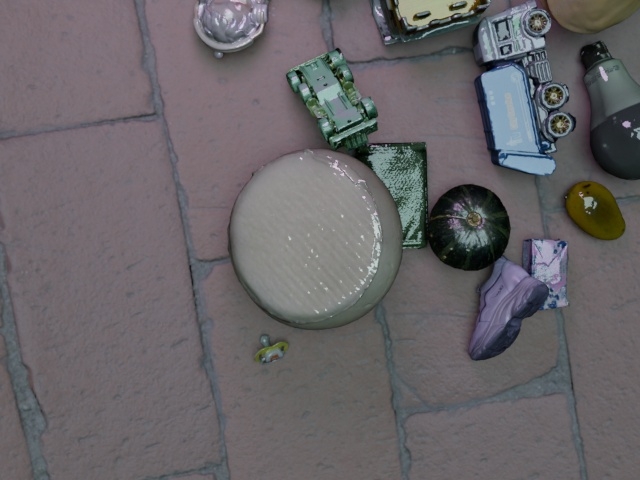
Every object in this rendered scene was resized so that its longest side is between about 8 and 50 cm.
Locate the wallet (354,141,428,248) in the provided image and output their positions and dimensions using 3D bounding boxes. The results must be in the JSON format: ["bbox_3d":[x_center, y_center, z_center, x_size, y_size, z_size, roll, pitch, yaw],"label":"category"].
[{"bbox_3d":[0.157,-0.098,1.837,0.160,0.055,0.236,-1,98,3],"label":"wallet"}]

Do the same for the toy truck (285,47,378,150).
[{"bbox_3d":[0.034,-0.280,1.746,0.128,0.259,0.135,-26,135,-4],"label":"toy truck"}]

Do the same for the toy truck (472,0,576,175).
[{"bbox_3d":[0.431,-0.317,1.786,0.175,0.146,0.367,-12,94,3],"label":"toy truck"}]

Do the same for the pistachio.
[{"bbox_3d":[0.572,-0.572,1.658,0.238,0.229,0.321,23,115,-6],"label":"pistachio"}]

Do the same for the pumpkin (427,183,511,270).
[{"bbox_3d":[0.322,-0.028,1.800,0.190,0.146,0.190,0,92,0],"label":"pumpkin"}]

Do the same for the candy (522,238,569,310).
[{"bbox_3d":[0.501,0.075,1.849,0.092,0.073,0.160,0,94,-3],"label":"candy"}]

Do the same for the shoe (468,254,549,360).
[{"bbox_3d":[0.387,0.152,1.839,0.095,0.137,0.245,7,125,-41],"label":"shoe"}]

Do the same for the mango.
[{"bbox_3d":[0.615,-0.062,1.845,0.161,0.076,0.103,42,85,-12],"label":"mango"}]

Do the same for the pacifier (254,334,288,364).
[{"bbox_3d":[-0.115,0.241,1.858,0.083,0.068,0.064,-19,60,-18],"label":"pacifier"}]

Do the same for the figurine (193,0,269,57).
[{"bbox_3d":[-0.179,-0.502,1.755,0.162,0.141,0.237,30,94,9],"label":"figurine"}]

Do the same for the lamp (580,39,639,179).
[{"bbox_3d":[0.656,-0.285,1.777,0.182,0.182,0.314,-14,93,-1],"label":"lamp"}]

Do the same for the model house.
[{"bbox_3d":[0.221,-0.524,1.729,0.224,0.215,0.198,-17,91,0],"label":"model house"}]

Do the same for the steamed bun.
[{"bbox_3d":[0.000,0.000,1.734,0.374,0.241,0.374,-2,85,21],"label":"steamed bun"}]
